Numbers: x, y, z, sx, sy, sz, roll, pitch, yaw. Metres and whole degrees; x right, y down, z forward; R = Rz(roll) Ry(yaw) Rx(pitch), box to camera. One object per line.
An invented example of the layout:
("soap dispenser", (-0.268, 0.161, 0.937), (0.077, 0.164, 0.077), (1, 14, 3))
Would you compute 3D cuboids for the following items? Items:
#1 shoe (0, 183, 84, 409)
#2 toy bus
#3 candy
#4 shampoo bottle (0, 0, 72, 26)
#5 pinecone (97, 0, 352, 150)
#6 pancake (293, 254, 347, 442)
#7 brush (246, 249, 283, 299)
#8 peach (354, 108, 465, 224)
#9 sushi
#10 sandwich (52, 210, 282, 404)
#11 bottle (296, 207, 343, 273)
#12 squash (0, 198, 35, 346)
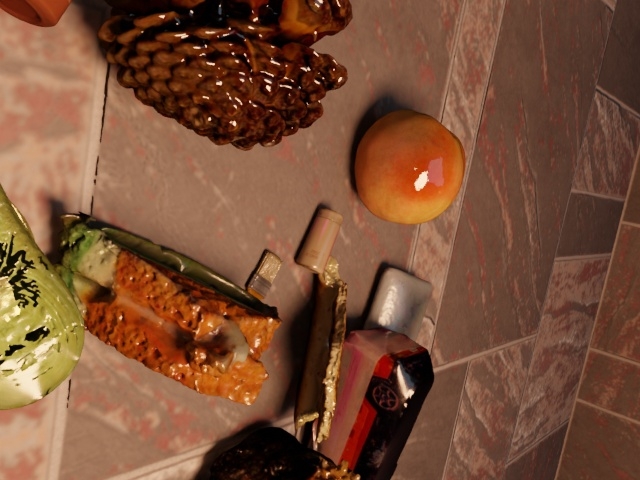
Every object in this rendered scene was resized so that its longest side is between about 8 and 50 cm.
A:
("shoe", (-0.291, 0.018, 0.455), (0.262, 0.128, 0.140), (53, 46, -10))
("toy bus", (0.077, 0.295, 1.036), (0.128, 0.147, 0.302), (-6, 121, -52))
("candy", (0.137, 0.144, 1.143), (0.138, 0.071, 0.174), (22, 87, -42))
("shampoo bottle", (-0.210, -0.306, 0.538), (0.085, 0.085, 0.244), (39, 71, -50))
("pinecone", (-0.084, -0.237, 0.610), (0.246, 0.246, 0.292), (39, 51, -50))
("pancake", (0.000, 0.180, 0.955), (0.257, 0.056, 0.212), (-82, -177, -46))
("brush", (-0.103, 0.093, 0.876), (0.169, 0.014, 0.043), (-61, 143, -12))
("peach", (0.142, -0.111, 0.978), (0.184, 0.184, 0.184), (-22, 120, -45))
("sushi", (-0.066, 0.457, 0.907), (0.234, 0.208, 0.348), (-36, 132, -47))
("sandwich", (-0.147, 0.091, 0.681), (0.109, 0.212, 0.292), (-56, 155, 1))
("bottle", (0.000, 0.000, 0.942), (0.045, 0.045, 0.096), (33, 76, -51))
("squash", (-0.359, 0.043, 0.508), (0.252, 0.049, 0.252), (-21, 119, -45))
